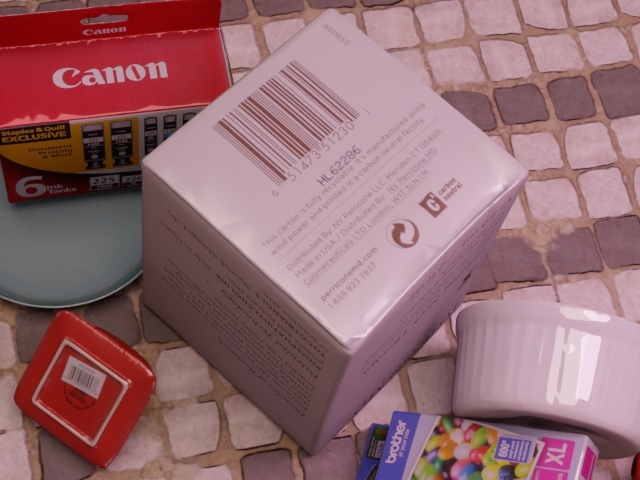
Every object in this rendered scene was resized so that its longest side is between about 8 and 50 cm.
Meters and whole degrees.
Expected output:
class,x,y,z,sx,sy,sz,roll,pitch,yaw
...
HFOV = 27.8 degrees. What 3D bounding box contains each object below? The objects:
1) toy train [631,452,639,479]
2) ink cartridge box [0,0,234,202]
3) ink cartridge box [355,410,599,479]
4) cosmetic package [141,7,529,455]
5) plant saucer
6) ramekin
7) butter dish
class,x,y,z,sx,sy,sz,roll,pitch,yaw
toy train,0.462,0.259,1.640,0.105,0.143,0.248,11,27,3
ink cartridge box,-0.274,-0.181,1.696,0.310,0.272,0.130,-8,66,-11
ink cartridge box,0.170,0.314,1.600,0.311,0.065,0.185,2,61,31
cosmetic package,0.000,0.000,1.622,0.327,0.393,0.329,41,67,13
plant saucer,-0.365,-0.045,1.794,0.318,0.043,0.317,3,64,-6
ramekin,0.298,0.184,1.647,0.277,0.277,0.135,14,71,-1
butter dish,-0.284,0.180,1.662,0.160,0.118,0.159,34,109,10
